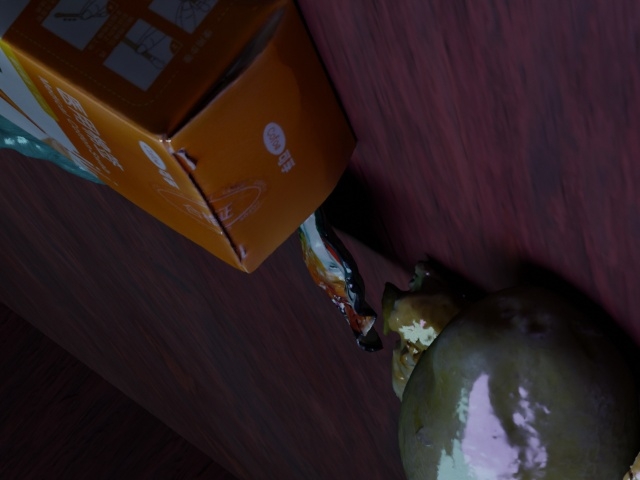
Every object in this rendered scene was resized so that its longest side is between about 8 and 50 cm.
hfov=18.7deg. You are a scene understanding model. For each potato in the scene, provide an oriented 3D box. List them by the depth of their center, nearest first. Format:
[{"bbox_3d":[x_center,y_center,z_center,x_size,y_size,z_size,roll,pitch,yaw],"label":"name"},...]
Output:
[{"bbox_3d":[0.149,0.138,1.466,0.160,0.177,0.235,-102,7,-55],"label":"potato"}]

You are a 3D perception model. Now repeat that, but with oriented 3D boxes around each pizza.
[{"bbox_3d":[0.178,0.161,1.698,0.435,0.080,0.392,28,164,37],"label":"pizza"}]

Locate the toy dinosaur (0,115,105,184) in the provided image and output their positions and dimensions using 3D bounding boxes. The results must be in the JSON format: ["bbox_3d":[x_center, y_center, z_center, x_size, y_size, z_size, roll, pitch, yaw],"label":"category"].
[{"bbox_3d":[-0.264,-0.144,1.901,0.331,0.129,0.383,15,154,37],"label":"toy dinosaur"}]

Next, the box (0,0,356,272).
[{"bbox_3d":[-0.156,-0.145,1.437,0.341,0.143,0.225,32,166,25],"label":"box"}]

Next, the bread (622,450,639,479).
[{"bbox_3d":[0.267,0.185,1.428,0.073,0.122,0.149,31,167,19],"label":"bread"}]

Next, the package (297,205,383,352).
[{"bbox_3d":[0.000,0.000,1.622,0.166,0.040,0.232,63,179,21],"label":"package"}]
